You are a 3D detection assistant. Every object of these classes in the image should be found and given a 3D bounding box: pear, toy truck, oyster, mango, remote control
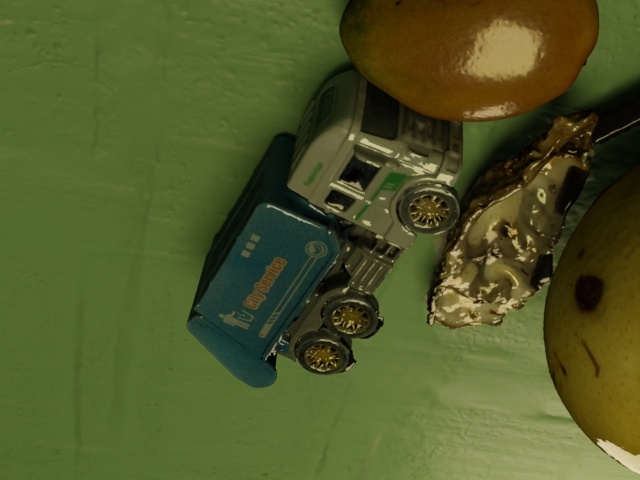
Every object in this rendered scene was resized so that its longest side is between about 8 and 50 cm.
[{"bbox_3d":[0.383,0.081,0.965,0.348,0.348,0.348,0,131,0],"label":"pear"},{"bbox_3d":[0.000,0.000,1.022,0.175,0.146,0.367,24,127,-14],"label":"toy truck"},{"bbox_3d":[0.203,-0.016,1.055,0.128,0.079,0.345,9,137,-10],"label":"oyster"},{"bbox_3d":[0.130,-0.177,0.882,0.221,0.120,0.152,-11,109,15],"label":"mango"},{"bbox_3d":[0.364,-0.152,0.952,0.245,0.063,0.025,-28,82,21],"label":"remote control"}]
